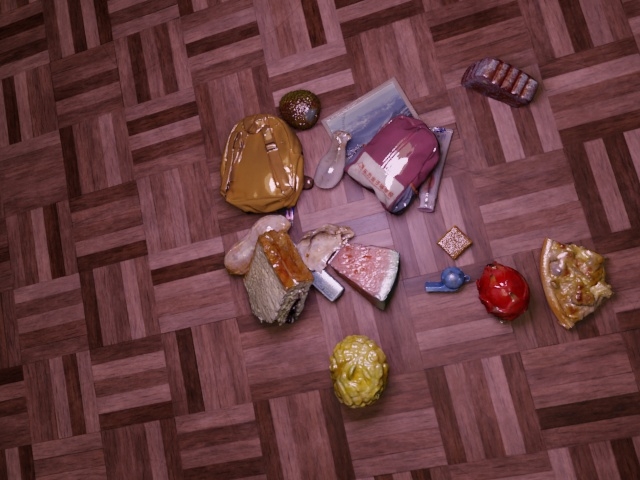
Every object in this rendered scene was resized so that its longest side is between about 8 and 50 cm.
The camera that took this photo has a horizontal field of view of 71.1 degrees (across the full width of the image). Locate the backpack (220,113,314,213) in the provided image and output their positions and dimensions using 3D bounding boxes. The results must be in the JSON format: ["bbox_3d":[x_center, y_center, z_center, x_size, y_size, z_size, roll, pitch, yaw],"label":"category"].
[{"bbox_3d":[-0.210,-0.288,1.714,0.354,0.201,0.377,5,87,13],"label":"backpack"}]

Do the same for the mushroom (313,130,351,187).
[{"bbox_3d":[0.050,-0.307,1.709,0.116,0.093,0.225,32,109,27],"label":"mushroom"}]

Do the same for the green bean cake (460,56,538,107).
[{"bbox_3d":[0.647,-0.570,1.614,0.233,0.198,0.097,25,98,-3],"label":"green bean cake"}]

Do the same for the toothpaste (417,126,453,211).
[{"bbox_3d":[0.416,-0.269,1.662,0.100,0.066,0.323,10,81,13],"label":"toothpaste"}]

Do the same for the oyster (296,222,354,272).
[{"bbox_3d":[0.009,0.007,1.663,0.233,0.161,0.107,-29,36,-23],"label":"oyster"}]

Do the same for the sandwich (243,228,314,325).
[{"bbox_3d":[-0.160,0.161,1.623,0.262,0.131,0.325,55,139,33],"label":"sandwich"}]

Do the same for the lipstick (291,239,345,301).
[{"bbox_3d":[-0.032,0.114,1.698,0.290,0.076,0.077,42,92,12],"label":"lipstick"}]

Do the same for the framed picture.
[{"bbox_3d":[0.199,-0.451,1.743,0.335,0.022,0.247,-29,79,7],"label":"framed picture"}]

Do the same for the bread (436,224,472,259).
[{"bbox_3d":[0.487,0.007,1.629,0.094,0.035,0.090,-45,78,4],"label":"bread"}]

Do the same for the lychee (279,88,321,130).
[{"bbox_3d":[-0.081,-0.513,1.741,0.171,0.171,0.171,-1,84,11],"label":"lychee"}]

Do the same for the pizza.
[{"bbox_3d":[0.873,0.133,1.517,0.223,0.089,0.323,-10,83,13],"label":"pizza"}]

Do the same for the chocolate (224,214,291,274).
[{"bbox_3d":[-0.248,0.012,1.725,0.309,0.134,0.134,-40,78,5],"label":"chocolate"}]

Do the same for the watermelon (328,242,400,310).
[{"bbox_3d":[0.161,0.107,1.632,0.257,0.139,0.192,23,69,17],"label":"watermelon"}]

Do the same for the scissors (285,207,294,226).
[{"bbox_3d":[-0.123,-0.108,1.772,0.039,0.012,0.113,-5,83,11],"label":"scissors"}]

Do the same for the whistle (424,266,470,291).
[{"bbox_3d":[0.452,0.135,1.598,0.158,0.090,0.090,-1,84,12],"label":"whistle"}]

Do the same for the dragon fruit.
[{"bbox_3d":[0.619,0.176,1.518,0.172,0.172,0.209,-22,88,8],"label":"dragon fruit"}]

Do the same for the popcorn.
[{"bbox_3d":[0.133,0.470,1.578,0.206,0.251,0.237,-15,45,-13],"label":"popcorn"}]

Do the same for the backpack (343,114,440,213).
[{"bbox_3d":[0.276,-0.289,1.616,0.283,0.197,0.317,43,103,14],"label":"backpack"}]
